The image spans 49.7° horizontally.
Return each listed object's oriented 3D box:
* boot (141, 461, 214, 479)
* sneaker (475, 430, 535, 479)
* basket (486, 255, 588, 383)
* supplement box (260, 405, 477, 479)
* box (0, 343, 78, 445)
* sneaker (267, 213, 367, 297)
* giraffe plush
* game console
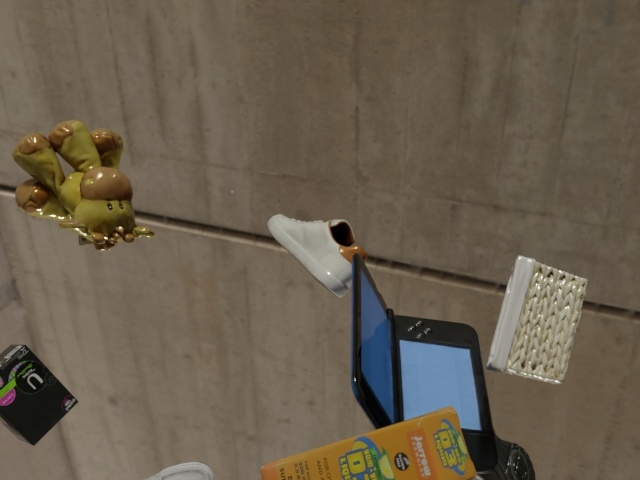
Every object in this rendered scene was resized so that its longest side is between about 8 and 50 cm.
[{"bbox_3d":[-0.276,0.429,1.104,0.258,0.095,0.123,-20,-12,-30],"label":"boot"},{"bbox_3d":[0.362,0.481,1.522,0.286,0.130,0.109,48,-137,-7],"label":"sneaker"},{"bbox_3d":[0.312,0.120,1.000,0.113,0.103,0.167,50,-124,-74],"label":"basket"},{"bbox_3d":[0.046,0.252,0.755,0.080,0.233,0.078,10,-122,-53],"label":"supplement box"},{"bbox_3d":[-0.303,0.156,0.702,0.062,0.052,0.083,-47,-68,-32],"label":"box"},{"bbox_3d":[0.000,0.000,1.374,0.123,0.290,0.106,-51,-49,1],"label":"sneaker"},{"bbox_3d":[-0.338,-0.059,1.018,0.181,0.170,0.210,-26,-57,-26],"label":"giraffe plush"},{"bbox_3d":[0.159,0.184,1.083,0.293,0.250,0.173,-86,5,-48],"label":"game console"}]
